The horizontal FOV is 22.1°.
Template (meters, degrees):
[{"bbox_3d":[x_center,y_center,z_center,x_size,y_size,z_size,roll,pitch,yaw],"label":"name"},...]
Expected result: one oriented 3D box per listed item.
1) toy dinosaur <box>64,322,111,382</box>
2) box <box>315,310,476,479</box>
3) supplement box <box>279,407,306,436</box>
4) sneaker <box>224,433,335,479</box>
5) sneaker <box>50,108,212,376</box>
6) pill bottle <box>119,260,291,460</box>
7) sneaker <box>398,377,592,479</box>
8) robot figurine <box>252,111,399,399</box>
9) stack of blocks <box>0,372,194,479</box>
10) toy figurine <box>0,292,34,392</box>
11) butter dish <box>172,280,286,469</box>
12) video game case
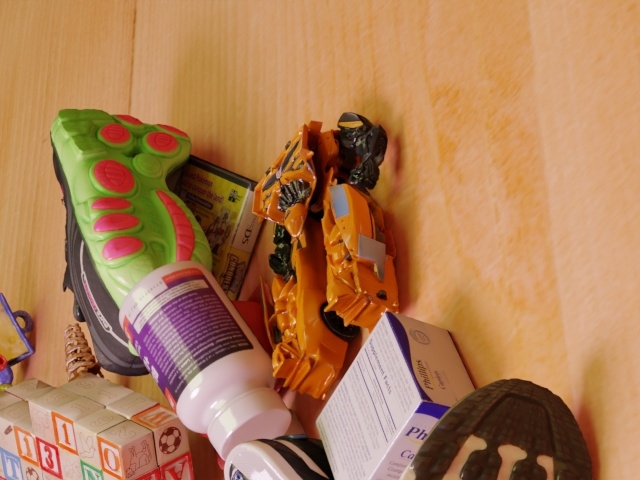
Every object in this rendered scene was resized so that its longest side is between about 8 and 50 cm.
[{"bbox_3d":[-0.309,0.264,2.053,0.218,0.164,0.322,-29,29,35],"label":"toy dinosaur"},{"bbox_3d":[0.068,0.156,1.416,0.137,0.072,0.126,-60,28,25],"label":"box"},{"bbox_3d":[-0.040,0.215,1.629,0.062,0.036,0.098,-63,28,19],"label":"supplement box"},{"bbox_3d":[0.023,0.249,1.446,0.217,0.121,0.079,48,119,22],"label":"sneaker"},{"bbox_3d":[-0.245,-0.013,1.928,0.483,0.185,0.202,-105,32,-61],"label":"sneaker"},{"bbox_3d":[-0.110,0.121,1.615,0.193,0.108,0.108,53,124,31],"label":"pill bottle"},{"bbox_3d":[0.079,0.298,1.251,0.182,0.158,0.410,166,125,-80],"label":"sneaker"},{"bbox_3d":[0.000,0.000,1.632,0.211,0.085,0.291,-52,33,34],"label":"robot figurine"},{"bbox_3d":[-0.263,0.242,1.809,0.297,0.087,0.171,16,120,45],"label":"stack of blocks"},{"bbox_3d":[-0.473,0.166,2.410,0.191,0.217,0.362,-31,90,35],"label":"toy figurine"},{"bbox_3d":[-0.118,0.133,1.742,0.160,0.118,0.160,-56,31,29],"label":"butter dish"},{"bbox_3d":[-0.157,0.030,1.978,0.275,0.035,0.248,25,97,65],"label":"video game case"}]
